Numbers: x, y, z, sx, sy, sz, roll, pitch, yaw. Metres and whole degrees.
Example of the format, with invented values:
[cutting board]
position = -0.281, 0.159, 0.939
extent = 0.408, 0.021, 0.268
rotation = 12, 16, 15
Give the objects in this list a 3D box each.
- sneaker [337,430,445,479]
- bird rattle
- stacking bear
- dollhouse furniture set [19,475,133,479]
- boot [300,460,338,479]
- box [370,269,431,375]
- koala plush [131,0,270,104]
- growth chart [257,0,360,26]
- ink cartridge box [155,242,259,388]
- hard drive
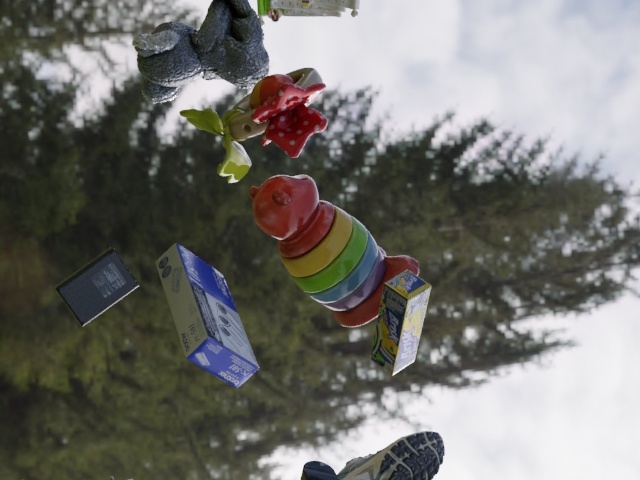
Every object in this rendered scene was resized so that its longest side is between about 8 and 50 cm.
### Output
[sneaker]
position = 0.108, 0.442, 2.148
extent = 0.122, 0.283, 0.110
rotation = 20, -46, 66
[bird rattle]
position = -0.079, -0.203, 1.654
extent = 0.253, 0.207, 0.143
rotation = -24, -69, 43
[stacking bear]
position = 0.000, 0.000, 1.871
extent = 0.289, 0.164, 0.175
rotation = 45, -14, -28
[dollhouse furniture set]
position = -0.388, 0.430, 1.926
extent = 0.355, 0.303, 0.174
rotation = -141, -136, -60
[boot]
position = -0.001, 0.466, 1.801
extent = 0.219, 0.082, 0.106
rotation = -98, -160, -64
[box]
position = 0.128, 0.133, 1.786
extent = 0.054, 0.059, 0.169
rotation = 36, -44, 30
[koala plush]
position = -0.222, -0.334, 1.940
extent = 0.203, 0.221, 0.196
rotation = 61, -18, 23
[growth chart]
position = -0.026, -0.530, 2.291
extent = 0.021, 0.237, 0.172
rotation = -76, 161, -56
[ink cartridge box]
position = -0.154, 0.098, 1.478
extent = 0.046, 0.097, 0.207
rotation = -43, -143, 12
[hard drive]
position = -0.432, 0.089, 2.140
extent = 0.094, 0.135, 0.022
rotation = 59, -17, -21
